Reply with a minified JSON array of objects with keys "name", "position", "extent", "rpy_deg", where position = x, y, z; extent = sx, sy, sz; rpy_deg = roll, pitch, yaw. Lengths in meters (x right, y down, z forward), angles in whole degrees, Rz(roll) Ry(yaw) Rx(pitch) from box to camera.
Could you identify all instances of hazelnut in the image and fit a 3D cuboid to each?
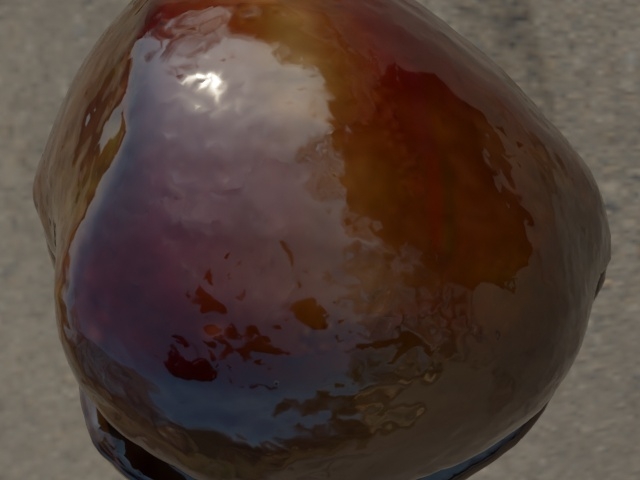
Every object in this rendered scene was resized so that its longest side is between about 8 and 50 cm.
[{"name":"hazelnut","position":[0.000,0.000,0.587],"extent":[0.204,0.178,0.178],"rpy_deg":[89,159,-71]}]
